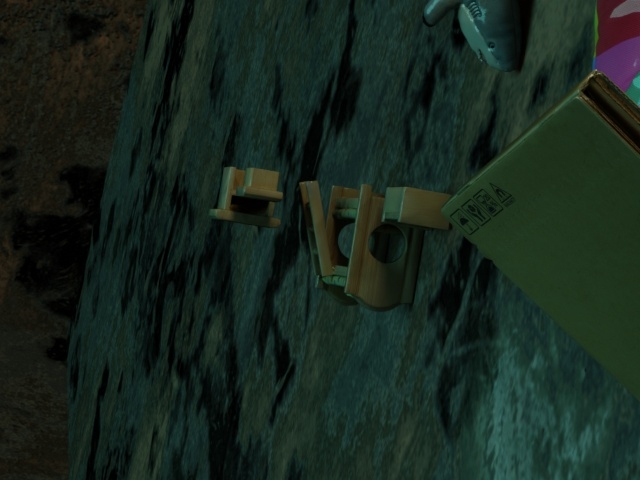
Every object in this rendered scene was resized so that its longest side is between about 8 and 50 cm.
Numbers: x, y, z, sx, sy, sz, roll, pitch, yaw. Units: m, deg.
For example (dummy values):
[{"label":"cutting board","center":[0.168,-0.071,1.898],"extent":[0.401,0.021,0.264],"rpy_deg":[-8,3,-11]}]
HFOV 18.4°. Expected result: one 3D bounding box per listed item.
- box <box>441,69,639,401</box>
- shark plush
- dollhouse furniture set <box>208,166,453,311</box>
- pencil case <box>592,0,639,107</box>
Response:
[{"label":"box","center":[0.157,0.007,1.029],"extent":[0.021,0.164,0.201],"rpy_deg":[-47,1,-23]},{"label":"shark plush","center":[0.139,-0.209,1.454],"extent":[0.067,0.073,0.161],"rpy_deg":[33,109,52]},{"label":"dollhouse furniture set","center":[0.000,0.000,1.622],"extent":[0.182,0.161,0.101],"rpy_deg":[-176,95,-77]},{"label":"pencil case","center":[0.195,-0.128,1.061],"extent":[0.104,0.104,0.236],"rpy_deg":[137,140,-68]}]
